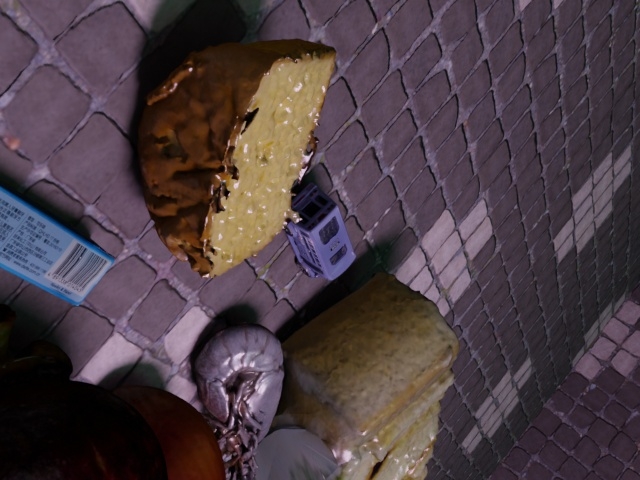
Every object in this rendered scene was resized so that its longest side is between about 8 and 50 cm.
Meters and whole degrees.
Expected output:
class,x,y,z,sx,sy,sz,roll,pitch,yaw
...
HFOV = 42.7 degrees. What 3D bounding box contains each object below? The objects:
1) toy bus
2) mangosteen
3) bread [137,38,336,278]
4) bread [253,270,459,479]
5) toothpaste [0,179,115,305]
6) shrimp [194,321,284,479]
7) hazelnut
class,x,y,z,sx,sy,sz,roll,pitch,yaw
toy bus,0.000,0.000,1.134,0.073,0.076,0.167,-46,148,-15
mangosteen,-0.300,0.250,0.792,0.297,0.293,0.297,-48,-169,12
bread,-0.098,-0.102,0.837,0.160,0.147,0.261,-34,149,-46
bread,0.036,0.271,1.294,0.264,0.239,0.395,-24,136,-41
toothpaste,-0.289,-0.017,0.737,0.065,0.050,0.267,-51,150,-4
shrimp,-0.128,0.265,1.182,0.145,0.116,0.343,-23,130,-41
hazelnut,-0.217,0.277,1.019,0.208,0.208,0.208,-35,145,-30
